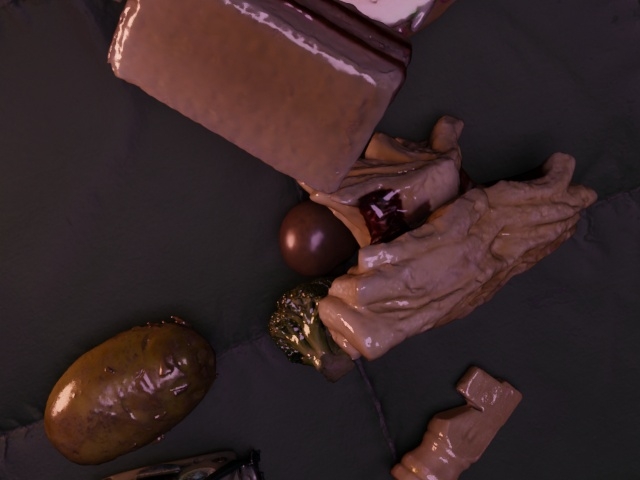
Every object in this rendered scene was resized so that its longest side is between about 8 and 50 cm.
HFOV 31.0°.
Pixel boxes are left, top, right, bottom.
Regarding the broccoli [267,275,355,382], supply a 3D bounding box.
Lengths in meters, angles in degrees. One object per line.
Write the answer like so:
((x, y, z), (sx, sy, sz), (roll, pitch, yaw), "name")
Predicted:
((0.005, 0.108, 1.486), (0.145, 0.138, 0.162), (-12, 135, -5), "broccoli")

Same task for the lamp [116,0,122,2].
((-0.194, -0.399, 1.294), (0.047, 0.269, 0.266), (19, 98, -14), "lamp")

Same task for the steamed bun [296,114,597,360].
((0.126, -0.036, 1.414), (0.428, 0.247, 0.189), (-27, 110, -34), "steamed bun")

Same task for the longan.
((0.000, 0.000, 1.491), (0.113, 0.092, 0.113), (-2, 94, -34), "longan")

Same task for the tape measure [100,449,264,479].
((-0.185, 0.348, 1.483), (0.235, 0.207, 0.115), (-11, 100, -3), "tape measure")

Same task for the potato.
((-0.248, 0.195, 1.492), (0.251, 0.113, 0.149), (-34, 111, 9), "potato")

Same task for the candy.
((-0.069, -0.208, 1.294), (0.320, 0.135, 0.179), (31, 129, -6), "candy")

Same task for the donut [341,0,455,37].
((-0.003, -0.396, 1.375), (0.307, 0.150, 0.371), (-30, 101, 2), "donut")

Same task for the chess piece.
((0.188, 0.268, 1.583), (0.090, 0.090, 0.200), (40, 83, -13), "chess piece")
